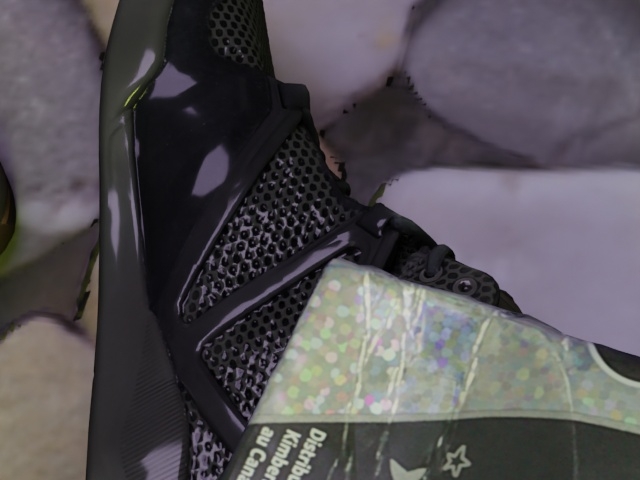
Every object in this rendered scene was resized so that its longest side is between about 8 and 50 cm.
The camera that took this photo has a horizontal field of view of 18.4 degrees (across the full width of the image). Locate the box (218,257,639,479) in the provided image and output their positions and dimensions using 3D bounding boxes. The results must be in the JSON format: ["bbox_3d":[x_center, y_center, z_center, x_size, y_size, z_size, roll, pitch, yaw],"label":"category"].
[{"bbox_3d":[0.055,0.142,0.389,0.142,0.247,0.163,18,66,21],"label":"box"}]

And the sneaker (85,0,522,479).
[{"bbox_3d":[0.000,0.000,0.587,0.130,0.087,0.227,-7,61,8],"label":"sneaker"}]

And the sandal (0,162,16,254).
[{"bbox_3d":[-0.188,-0.060,0.683,0.090,0.060,0.219,-39,58,-10],"label":"sandal"}]
